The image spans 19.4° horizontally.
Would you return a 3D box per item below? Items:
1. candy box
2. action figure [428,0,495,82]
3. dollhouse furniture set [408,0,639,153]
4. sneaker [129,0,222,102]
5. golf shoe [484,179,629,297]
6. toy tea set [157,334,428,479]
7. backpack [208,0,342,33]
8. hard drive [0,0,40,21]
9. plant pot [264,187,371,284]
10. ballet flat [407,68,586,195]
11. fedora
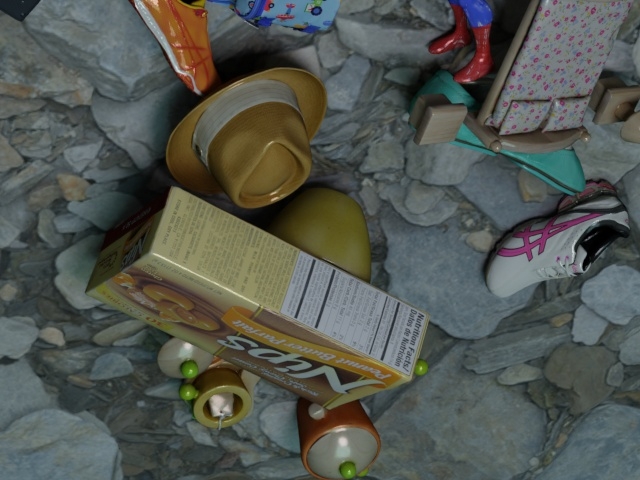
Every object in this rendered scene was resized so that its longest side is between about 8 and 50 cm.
[{"bbox_3d":[-0.067,0.067,1.972,0.316,0.087,0.183,26,155,-20],"label":"candy box"},{"bbox_3d":[0.097,-0.275,1.822,0.139,0.091,0.280,-20,133,-16],"label":"action figure"},{"bbox_3d":[0.311,-0.192,1.835,0.356,0.174,0.303,-9,136,-34],"label":"dollhouse furniture set"},{"bbox_3d":[-0.130,-0.203,1.839,0.067,0.064,0.175,-32,134,-2],"label":"sneaker"},{"bbox_3d":[0.266,0.011,2.122,0.186,0.086,0.067,-38,131,17],"label":"golf shoe"},{"bbox_3d":[-0.041,0.177,2.140,0.336,0.124,0.200,12,124,-25],"label":"toy tea set"},{"bbox_3d":[-0.061,-0.282,1.748,0.173,0.117,0.158,9,126,-30],"label":"backpack"},{"bbox_3d":[-0.277,-0.278,1.757,0.094,0.022,0.135,31,115,-35],"label":"hard drive"},{"bbox_3d":[0.000,0.000,2.010,0.134,0.095,0.134,15,157,7],"label":"plant pot"},{"bbox_3d":[0.207,-0.121,2.000,0.247,0.083,0.087,20,106,-32],"label":"ballet flat"},{"bbox_3d":[-0.063,-0.091,1.907,0.194,0.079,0.194,-22,150,-13],"label":"fedora"}]
